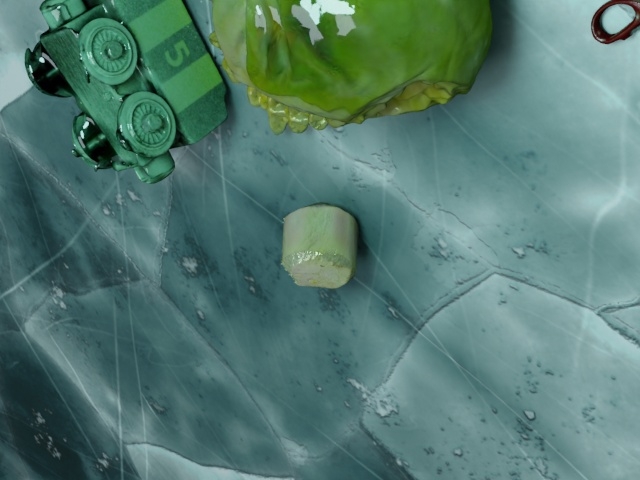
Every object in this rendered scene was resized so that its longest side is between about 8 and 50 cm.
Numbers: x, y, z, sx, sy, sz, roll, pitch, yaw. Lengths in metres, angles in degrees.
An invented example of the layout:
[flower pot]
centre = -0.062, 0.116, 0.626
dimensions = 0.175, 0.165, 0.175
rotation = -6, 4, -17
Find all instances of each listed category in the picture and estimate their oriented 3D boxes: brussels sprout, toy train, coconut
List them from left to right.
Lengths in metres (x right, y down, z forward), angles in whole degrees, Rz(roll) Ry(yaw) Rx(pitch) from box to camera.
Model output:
[toy train]
centre = -0.269, -0.237, 1.947
dimensions = 0.166, 0.238, 0.299
rotation = -6, 119, 46
[coconut]
centre = 0.000, 0.000, 1.983
dimensions = 0.116, 0.122, 0.116
rotation = 3, 147, 2
[brussels sprout]
centre = 0.032, -0.263, 1.599
dimensions = 0.344, 0.268, 0.344
rotation = 13, 129, 17

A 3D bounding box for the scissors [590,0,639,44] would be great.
[scissors]
centre = 0.399, -0.258, 1.451
dimensions = 0.144, 0.017, 0.248
rotation = 44, 141, 6

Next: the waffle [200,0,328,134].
[waffle]
centre = -0.051, -0.264, 1.860
dimensions = 0.261, 0.056, 0.250
rotation = -27, 101, 49
